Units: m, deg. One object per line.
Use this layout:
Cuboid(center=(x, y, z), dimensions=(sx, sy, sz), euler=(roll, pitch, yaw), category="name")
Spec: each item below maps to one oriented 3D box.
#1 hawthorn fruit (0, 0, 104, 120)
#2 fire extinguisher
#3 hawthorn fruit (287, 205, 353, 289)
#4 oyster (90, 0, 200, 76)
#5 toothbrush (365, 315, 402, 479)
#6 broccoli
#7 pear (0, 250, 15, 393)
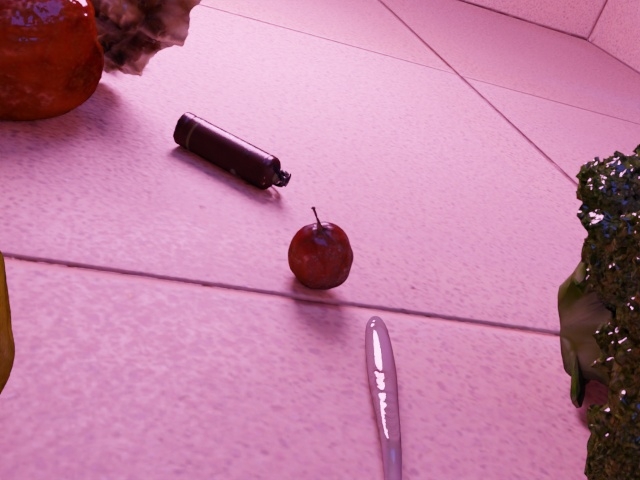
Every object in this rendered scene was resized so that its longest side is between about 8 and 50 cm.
Cuboid(center=(-0.324, -0.206, 0.899), dimensions=(0.173, 0.173, 0.179), euler=(28, 54, 13), category="hawthorn fruit")
Cuboid(center=(-0.098, -0.098, 0.969), dimensions=(0.158, 0.043, 0.064), euler=(29, -15, 15), category="fire extinguisher")
Cuboid(center=(0.000, 0.000, 0.787), dimensions=(0.066, 0.103, 0.067), euler=(1, 43, -1), category="hawthorn fruit")
Cuboid(center=(-0.321, -0.322, 1.006), dimensions=(0.351, 0.238, 0.115), euler=(23, 25, -10), category="oyster")
Cuboid(center=(0.053, 0.140, 0.638), dimensions=(0.025, 0.030, 0.307), euler=(10, 27, -5), category="toothbrush")
Cuboid(center=(0.354, 0.069, 0.713), dimensions=(0.310, 0.321, 0.413), euler=(27, 42, 31), category="broccoli")
Cuboid(center=(-0.276, 0.053, 0.438), dimensions=(0.216, 0.166, 0.180), euler=(-13, 51, -18), category="pear")
